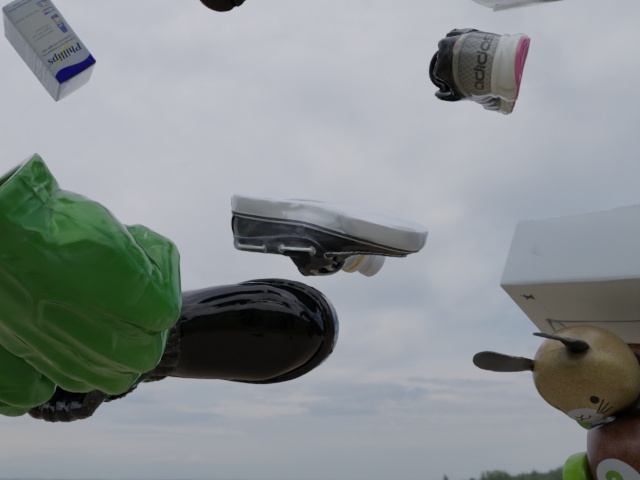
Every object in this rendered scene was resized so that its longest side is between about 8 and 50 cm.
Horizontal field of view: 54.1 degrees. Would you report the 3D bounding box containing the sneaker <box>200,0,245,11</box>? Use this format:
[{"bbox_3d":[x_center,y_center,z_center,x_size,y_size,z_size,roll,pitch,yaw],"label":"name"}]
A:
[{"bbox_3d":[-0.104,-0.565,1.222,0.313,0.136,0.116,-20,-46,3],"label":"sneaker"}]

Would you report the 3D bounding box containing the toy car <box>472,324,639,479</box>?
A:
[{"bbox_3d":[0.232,0.134,0.536,0.188,0.149,0.155,29,-35,-13],"label":"toy car"}]

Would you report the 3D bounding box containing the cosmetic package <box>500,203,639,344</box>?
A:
[{"bbox_3d":[0.411,0.106,0.658,0.284,0.097,0.377,-7,-41,48],"label":"cosmetic package"}]

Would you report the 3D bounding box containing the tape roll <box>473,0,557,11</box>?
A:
[{"bbox_3d":[0.309,-0.469,0.909,0.246,0.246,0.169,2,15,-9],"label":"tape roll"}]

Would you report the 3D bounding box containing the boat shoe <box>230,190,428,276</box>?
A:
[{"bbox_3d":[0.000,0.000,0.843,0.301,0.102,0.108,10,11,29],"label":"boat shoe"}]

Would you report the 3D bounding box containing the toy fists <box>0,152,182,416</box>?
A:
[{"bbox_3d":[-0.203,0.045,0.419,0.279,0.096,0.142,-20,-59,34],"label":"toy fists"}]

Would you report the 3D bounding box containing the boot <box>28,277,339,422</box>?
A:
[{"bbox_3d":[-0.171,0.114,0.700,0.347,0.131,0.260,-5,-4,14],"label":"boot"}]

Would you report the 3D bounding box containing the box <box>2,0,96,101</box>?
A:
[{"bbox_3d":[-0.439,-0.312,1.015,0.137,0.072,0.126,55,-21,-14],"label":"box"}]

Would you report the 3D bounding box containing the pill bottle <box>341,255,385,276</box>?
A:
[{"bbox_3d":[0.047,0.006,1.325,0.184,0.103,0.103,30,-36,-28],"label":"pill bottle"}]

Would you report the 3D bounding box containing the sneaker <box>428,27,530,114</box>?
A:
[{"bbox_3d":[0.130,-0.143,0.522,0.074,0.063,0.170,13,13,14],"label":"sneaker"}]
